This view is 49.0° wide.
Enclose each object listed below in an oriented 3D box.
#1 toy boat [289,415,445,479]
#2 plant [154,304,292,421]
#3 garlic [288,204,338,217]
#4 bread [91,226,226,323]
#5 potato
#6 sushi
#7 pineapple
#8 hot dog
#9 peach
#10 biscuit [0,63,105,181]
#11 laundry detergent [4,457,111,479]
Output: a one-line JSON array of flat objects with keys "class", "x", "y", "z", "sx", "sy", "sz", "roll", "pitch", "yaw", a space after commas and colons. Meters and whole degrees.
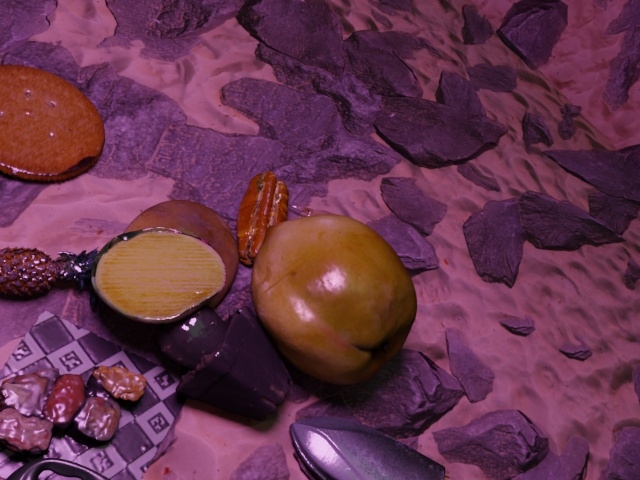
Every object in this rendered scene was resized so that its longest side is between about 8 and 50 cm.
[{"class": "toy boat", "x": 0.085, "y": 0.414, "z": 1.281, "sx": 0.320, "sy": 0.092, "sz": 0.141, "roll": 30, "pitch": 45, "yaw": 0}, {"class": "plant", "x": -0.170, "y": 0.204, "z": 1.233, "sx": 0.256, "sy": 0.142, "sz": 0.164, "roll": 37, "pitch": 34, "yaw": -10}, {"class": "garlic", "x": 0.006, "y": -0.008, "z": 1.577, "sx": 0.129, "sy": 0.090, "sz": 0.198, "roll": -5, "pitch": 60, "yaw": -18}, {"class": "bread", "x": -0.279, "y": 0.060, "z": 1.214, "sx": 0.229, "sy": 0.033, "sz": 0.228, "roll": 8, "pitch": 40, "yaw": -7}, {"class": "potato", "x": -0.261, "y": 0.021, "z": 1.359, "sx": 0.239, "sy": 0.116, "sz": 0.299, "roll": 41, "pitch": 45, "yaw": -5}, {"class": "sushi", "x": -0.375, "y": 0.265, "z": 1.117, "sx": 0.292, "sy": 0.059, "sz": 0.294, "roll": 31, "pitch": 44, "yaw": -9}, {"class": "pineapple", "x": -0.467, "y": 0.061, "z": 1.204, "sx": 0.222, "sy": 0.083, "sz": 0.103, "roll": 4, "pitch": 60, "yaw": -31}, {"class": "hot dog", "x": -0.126, "y": -0.050, "z": 1.532, "sx": 0.115, "sy": 0.072, "sz": 0.268, "roll": 13, "pitch": 49, "yaw": -14}, {"class": "peach", "x": 0.027, "y": 0.103, "z": 1.336, "sx": 0.315, "sy": 0.281, "sz": 0.314, "roll": 55, "pitch": 11, "yaw": 32}, {"class": "biscuit", "x": -0.583, "y": -0.237, "z": 1.404, "sx": 0.306, "sy": 0.038, "sz": 0.305, "roll": 19, "pitch": 46, "yaw": -22}, {"class": "laundry detergent", "x": -0.391, "y": 0.377, "z": 0.993, "sx": 0.222, "sy": 0.078, "sz": 0.144, "roll": 30, "pitch": 68, "yaw": -7}]
